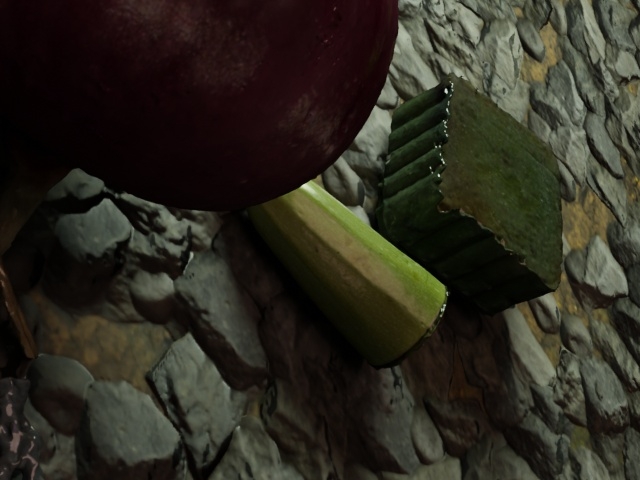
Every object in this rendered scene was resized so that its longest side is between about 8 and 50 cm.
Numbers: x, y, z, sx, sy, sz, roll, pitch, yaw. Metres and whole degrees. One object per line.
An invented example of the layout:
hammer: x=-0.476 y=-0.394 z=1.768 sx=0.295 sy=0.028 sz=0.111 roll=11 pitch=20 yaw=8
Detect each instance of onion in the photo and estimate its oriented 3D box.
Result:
onion: x=-0.141 y=-0.150 z=0.903 sx=0.345 sy=0.358 sz=0.358 roll=-45 pitch=107 yaw=-20

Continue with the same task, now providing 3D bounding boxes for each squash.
squash: x=0.000 y=0.000 z=1.180 sx=0.224 sy=0.094 sz=0.094 roll=44 pitch=40 yaw=-12

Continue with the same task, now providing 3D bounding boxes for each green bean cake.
green bean cake: x=0.140 y=-0.039 z=1.349 sx=0.181 sy=0.094 sz=0.173 roll=36 pitch=44 yaw=-31

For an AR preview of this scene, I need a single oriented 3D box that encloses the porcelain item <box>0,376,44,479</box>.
porcelain item: x=-0.192 y=0.128 z=0.904 sx=0.036 sy=0.028 sz=0.083 roll=5 pitch=66 yaw=-31
